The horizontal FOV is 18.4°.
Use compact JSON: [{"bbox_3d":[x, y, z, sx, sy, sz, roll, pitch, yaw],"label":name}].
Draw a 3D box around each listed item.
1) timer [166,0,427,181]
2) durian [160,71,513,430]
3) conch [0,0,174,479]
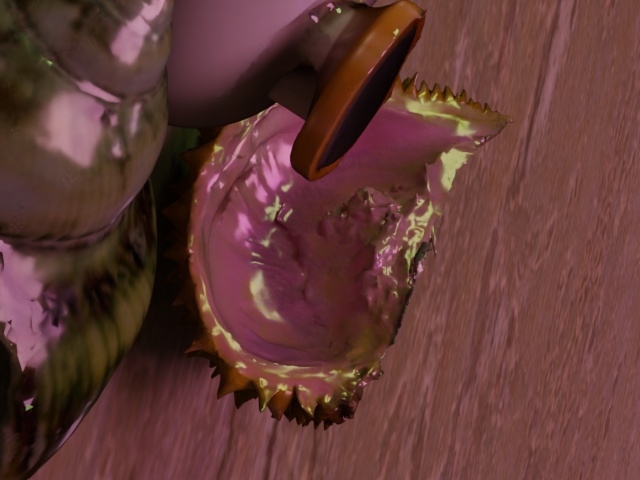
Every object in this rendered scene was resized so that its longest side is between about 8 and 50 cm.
[{"bbox_3d":[-0.043,-0.168,0.781,0.233,0.240,0.233,-55,175,-6],"label":"timer"},{"bbox_3d":[0.000,-0.002,0.960,0.165,0.132,0.182,21,82,-57],"label":"durian"},{"bbox_3d":[-0.109,-0.017,0.679,0.124,0.187,0.181,-19,163,-26],"label":"conch"}]
